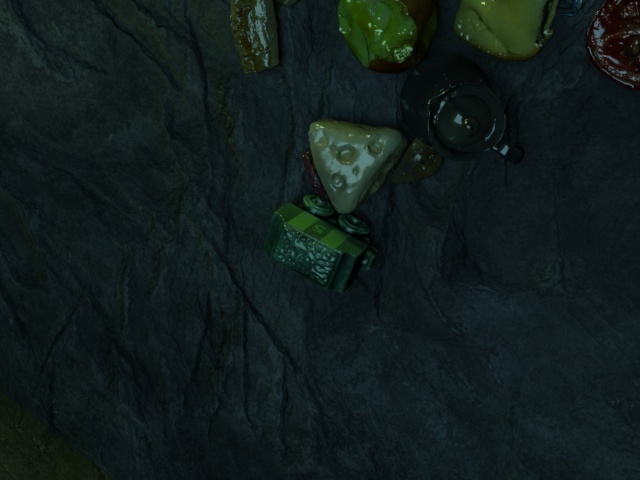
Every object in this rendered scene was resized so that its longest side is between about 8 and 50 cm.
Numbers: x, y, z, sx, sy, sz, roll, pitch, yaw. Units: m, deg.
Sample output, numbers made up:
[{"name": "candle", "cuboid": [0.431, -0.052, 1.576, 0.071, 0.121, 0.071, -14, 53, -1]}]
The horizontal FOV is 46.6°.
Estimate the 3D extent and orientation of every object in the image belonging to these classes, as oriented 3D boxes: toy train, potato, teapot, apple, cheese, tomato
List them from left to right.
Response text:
[{"name": "toy train", "cuboid": [0.000, 0.000, 1.995, 0.299, 0.238, 0.167, 27, 118, 13]}, {"name": "cheese", "cuboid": [0.101, -0.190, 1.935, 0.251, 0.173, 0.248, 2, 106, 16]}, {"name": "apple", "cuboid": [0.153, -0.521, 1.760, 0.226, 0.246, 0.246, 24, 114, 18]}, {"name": "potato", "cuboid": [0.249, -0.191, 1.917, 0.100, 0.089, 0.172, 35, 114, 5]}, {"name": "teapot", "cuboid": [0.332, -0.266, 1.736, 0.223, 0.285, 0.305, -27, 112, 8]}, {"name": "teapot", "cuboid": [0.558, -0.549, 1.704, 0.083, 0.049, 0.064, 18, 112, 15]}, {"name": "tomato", "cuboid": [0.707, -0.449, 1.653, 0.227, 0.101, 0.228, 3, 104, 13]}]

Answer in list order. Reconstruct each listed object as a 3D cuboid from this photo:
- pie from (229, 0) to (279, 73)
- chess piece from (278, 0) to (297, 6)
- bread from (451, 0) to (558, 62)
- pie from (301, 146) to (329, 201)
[{"name": "pie", "cuboid": [-0.178, -0.591, 1.969, 0.128, 0.068, 0.283, -3, 105, 21]}, {"name": "chess piece", "cuboid": [-0.017, -0.703, 1.845, 0.301, 0.137, 0.137, -37, 91, 30]}, {"name": "bread", "cuboid": [0.435, -0.520, 1.697, 0.262, 0.162, 0.204, 40, 132, 37]}, {"name": "pie", "cuboid": [-0.011, -0.177, 1.991, 0.038, 0.153, 0.154, -21, 98, 12]}]
